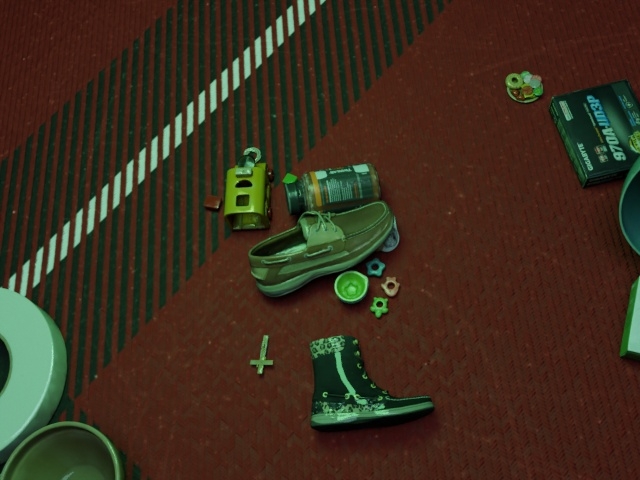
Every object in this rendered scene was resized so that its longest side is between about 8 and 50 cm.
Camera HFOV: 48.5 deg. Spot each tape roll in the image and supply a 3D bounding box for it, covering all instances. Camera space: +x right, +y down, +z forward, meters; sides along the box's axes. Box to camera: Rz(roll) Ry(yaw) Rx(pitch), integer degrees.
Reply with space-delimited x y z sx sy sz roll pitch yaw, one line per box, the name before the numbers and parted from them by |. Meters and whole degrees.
tape roll | -0.728 0.288 1.483 0.392 0.072 0.392 -3 65 6

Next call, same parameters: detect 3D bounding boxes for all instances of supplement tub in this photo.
supplement tub | 0.025 -0.104 1.529 0.198 0.106 0.106 -9 64 -8

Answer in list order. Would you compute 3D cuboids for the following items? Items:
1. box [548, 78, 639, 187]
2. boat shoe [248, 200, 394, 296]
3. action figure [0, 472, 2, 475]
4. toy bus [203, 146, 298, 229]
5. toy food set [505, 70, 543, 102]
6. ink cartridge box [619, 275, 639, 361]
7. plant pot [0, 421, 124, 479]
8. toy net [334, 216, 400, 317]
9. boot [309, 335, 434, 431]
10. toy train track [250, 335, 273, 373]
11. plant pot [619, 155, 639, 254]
box | 0.623 -0.235 1.552 0.175 0.051 0.220 -13 64 2
boat shoe | 0.000 0.000 1.465 0.324 0.116 0.123 -29 35 -2
action figure | -0.656 0.569 1.328 0.185 0.099 0.285 -1 60 17
toy bus | -0.161 -0.123 1.579 0.202 0.104 0.191 40 76 22
toy food set | 0.475 -0.357 1.647 0.083 0.020 0.083 -11 64 3
ink cartridge box | 0.652 0.133 1.360 0.109 0.062 0.209 13 72 13
plant pot | -0.474 0.472 1.340 0.237 0.109 0.237 -3 64 6
toy net | 0.122 0.040 1.495 0.122 0.045 0.232 18 68 16
boot | 0.091 0.268 1.371 0.236 0.085 0.178 -8 62 5
toy train track | -0.116 0.236 1.455 0.048 0.014 0.083 -1 59 15
plant pot | 0.732 -0.107 1.378 0.290 0.290 0.195 11 36 13
